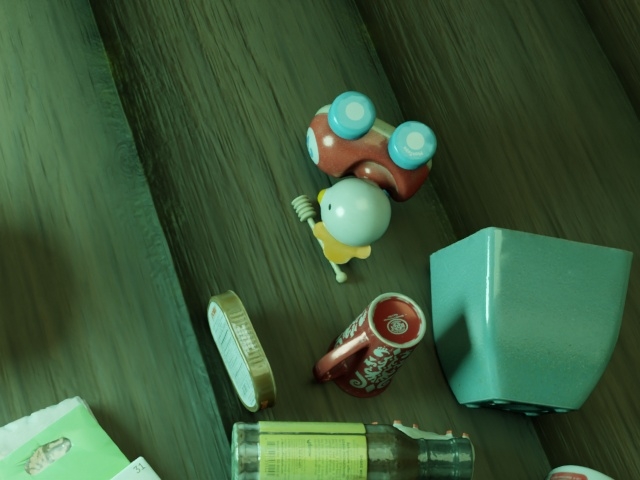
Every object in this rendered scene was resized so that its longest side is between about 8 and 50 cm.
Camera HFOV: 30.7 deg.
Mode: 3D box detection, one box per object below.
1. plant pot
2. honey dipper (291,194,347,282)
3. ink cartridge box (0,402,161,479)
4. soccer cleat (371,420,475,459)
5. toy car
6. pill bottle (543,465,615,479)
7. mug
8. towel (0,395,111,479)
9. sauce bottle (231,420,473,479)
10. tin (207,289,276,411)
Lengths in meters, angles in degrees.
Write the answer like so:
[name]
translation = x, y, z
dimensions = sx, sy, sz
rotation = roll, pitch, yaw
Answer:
[plant pot]
translation = 0.318, 0.141, 1.827
dimensions = 0.248, 0.247, 0.252
rotation = 9, 76, -15
[honey dipper]
translation = 0.000, 0.000, 1.914
dimensions = 0.030, 0.030, 0.160
rotation = -19, 73, -28
[ink cartridge box]
translation = -0.303, 0.342, 1.536
dimensions = 0.171, 0.056, 0.235
rotation = -35, 81, -33
[soccer cleat]
translation = 0.145, 0.321, 1.761
dimensions = 0.196, 0.068, 0.076
rotation = 11, 62, -17
[toy car]
translation = 0.049, -0.082, 1.889
dimensions = 0.210, 0.219, 0.238
rotation = 26, 74, -4
[pill bottle]
translation = 0.347, 0.482, 1.682
dimensions = 0.161, 0.161, 0.283
rotation = 35, 56, 2
[mug]
translation = 0.079, 0.167, 1.760
dimensions = 0.113, 0.169, 0.150
rotation = 38, 56, 3
[towel]
translation = -0.397, 0.400, 1.529
dimensions = 0.332, 0.053, 0.317
rotation = -22, 71, -30
[sauce bottle]
translation = 0.045, 0.316, 1.670
dimensions = 0.345, 0.111, 0.111
rotation = 3, 60, -6
[tin]
translation = -0.119, 0.164, 1.729
dimensions = 0.040, 0.106, 0.189
rotation = -15, 67, -26
